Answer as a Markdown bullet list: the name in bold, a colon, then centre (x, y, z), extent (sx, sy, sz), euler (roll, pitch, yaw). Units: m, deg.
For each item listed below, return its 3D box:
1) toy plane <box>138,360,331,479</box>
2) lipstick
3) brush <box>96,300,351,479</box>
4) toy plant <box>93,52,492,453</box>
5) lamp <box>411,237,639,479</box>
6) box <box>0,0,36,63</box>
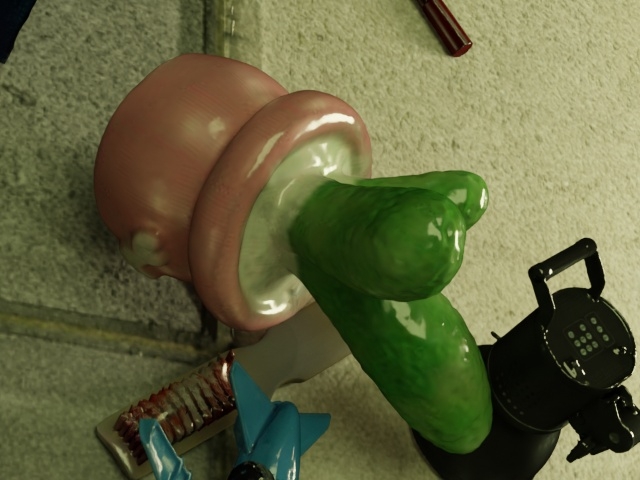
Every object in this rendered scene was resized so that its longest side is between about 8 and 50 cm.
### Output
- **toy plane**: centre (-0.057, 0.243, 1.306), extent (0.254, 0.105, 0.271), euler (34, 53, -38)
- **lipstick**: centre (0.105, -0.273, 1.754), extent (0.027, 0.027, 0.176), euler (-24, 74, -37)
- **brush**: centre (-0.053, 0.109, 1.430), extent (0.321, 0.050, 0.060), euler (-28, 75, -38)
- **toy plant**: centre (-0.007, 0.000, 1.370), extent (0.356, 0.317, 0.210), euler (24, 60, 24)
- **lamp**: centre (0.198, 0.127, 1.442), extent (0.147, 0.227, 0.172), euler (-24, 77, -37)
- **box**: centre (-0.241, -0.342, 1.436), extent (0.116, 0.279, 0.261), euler (25, 53, -12)
